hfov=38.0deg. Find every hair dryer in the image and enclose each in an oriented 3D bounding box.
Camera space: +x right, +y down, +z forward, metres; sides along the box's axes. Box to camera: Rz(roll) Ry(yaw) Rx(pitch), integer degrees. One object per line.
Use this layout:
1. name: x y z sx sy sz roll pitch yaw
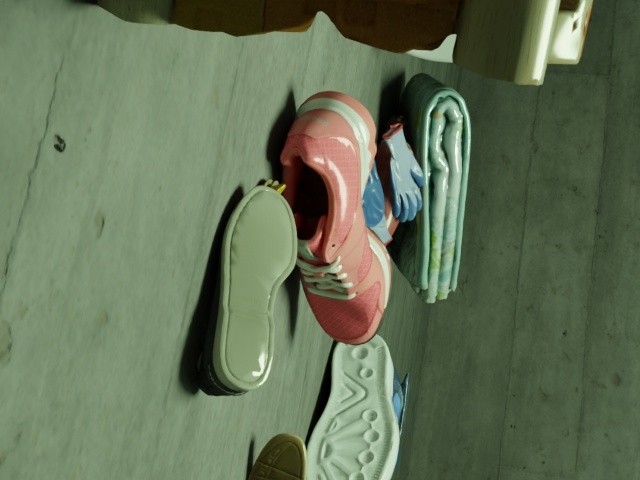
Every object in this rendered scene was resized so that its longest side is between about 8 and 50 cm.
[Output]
1. hair dryer: 0.121 -0.070 1.581 0.293 0.080 0.224 -61 155 -60

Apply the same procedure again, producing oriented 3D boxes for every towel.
1. towel: 0.190 -0.107 1.708 0.320 0.090 0.374 -110 -157 -74

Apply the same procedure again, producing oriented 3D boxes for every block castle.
1. block castle: 0.055 -0.272 0.655 0.453 0.303 0.213 -57 156 -65

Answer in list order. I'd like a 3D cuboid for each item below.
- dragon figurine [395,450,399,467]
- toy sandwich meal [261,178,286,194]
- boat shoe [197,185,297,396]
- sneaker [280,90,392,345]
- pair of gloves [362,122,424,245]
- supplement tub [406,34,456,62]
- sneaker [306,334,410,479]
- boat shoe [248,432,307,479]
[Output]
1. dragon figurine: 0.095 0.393 1.679 0.144 0.085 0.289 -16 113 -77
2. toy sandwich meal: -0.047 -0.020 0.938 0.085 0.029 0.085 6 90 -78
3. boat shoe: -0.073 0.044 0.834 0.065 0.075 0.206 -33 -140 46
4. sneaker: -0.001 0.000 1.038 0.136 0.116 0.314 -52 140 -53
5. pair of gloves: 0.097 -0.079 1.425 0.198 0.023 0.159 -40 121 -41
6. supplement tub: 0.204 -0.457 1.410 0.228 0.228 0.316 67 31 -66
7. sneaker: 0.064 0.322 1.387 0.236 0.130 0.323 78 16 -44
8. boat shoe: -0.049 0.287 1.027 0.059 0.063 0.170 -34 138 -78
